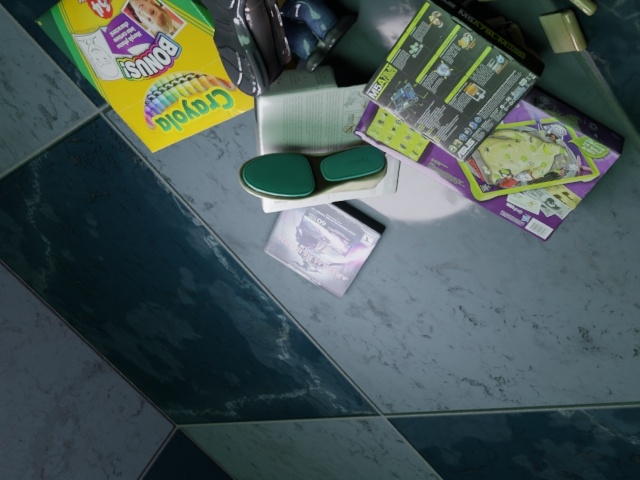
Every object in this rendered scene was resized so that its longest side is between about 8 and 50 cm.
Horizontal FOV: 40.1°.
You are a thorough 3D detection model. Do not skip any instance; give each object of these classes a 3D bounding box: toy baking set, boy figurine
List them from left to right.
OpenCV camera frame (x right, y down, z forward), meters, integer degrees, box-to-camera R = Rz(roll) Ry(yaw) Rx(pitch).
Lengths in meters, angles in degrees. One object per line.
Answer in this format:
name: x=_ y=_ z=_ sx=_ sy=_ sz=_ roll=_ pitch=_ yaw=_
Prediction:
boy figurine: x=-0.092 y=-0.373 z=1.306 sx=0.285 sy=0.092 sz=0.177 roll=38 pitch=136 yaw=-3
toy baking set: x=0.233 y=-0.318 z=1.159 sx=0.256 sy=0.030 sz=0.197 roll=40 pitch=146 yaw=-9

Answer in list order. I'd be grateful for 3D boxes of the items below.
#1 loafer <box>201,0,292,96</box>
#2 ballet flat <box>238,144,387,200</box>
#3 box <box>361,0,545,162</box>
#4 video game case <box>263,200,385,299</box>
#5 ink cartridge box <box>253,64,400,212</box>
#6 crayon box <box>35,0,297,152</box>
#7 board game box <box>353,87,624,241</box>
loafer: x=-0.104 y=-0.336 z=1.189 sx=0.109 sy=0.095 sz=0.302 roll=33 pitch=152 yaw=31
ballet flat: x=-0.013 y=-0.101 z=1.421 sx=0.249 sy=0.086 sz=0.086 roll=-6 pitch=146 yaw=-14
box: x=0.178 y=-0.222 z=1.207 sx=0.184 sy=0.045 sz=0.190 roll=35 pitch=137 yaw=-2
video game case: x=0.000 y=0.000 z=1.749 sx=0.196 sy=0.026 sz=0.274 roll=32 pitch=145 yaw=3
ink cartridge box: x=0.014 y=-0.169 z=1.449 sx=0.239 sy=0.060 sz=0.275 roll=-9 pitch=142 yaw=-9
crayon box: x=-0.269 y=-0.335 z=1.490 sx=0.363 sy=0.106 sz=0.313 roll=-14 pitch=123 yaw=47
board game box: x=0.240 y=-0.155 z=1.299 sx=0.347 sy=0.056 sz=0.208 roll=30 pitch=141 yaw=1
